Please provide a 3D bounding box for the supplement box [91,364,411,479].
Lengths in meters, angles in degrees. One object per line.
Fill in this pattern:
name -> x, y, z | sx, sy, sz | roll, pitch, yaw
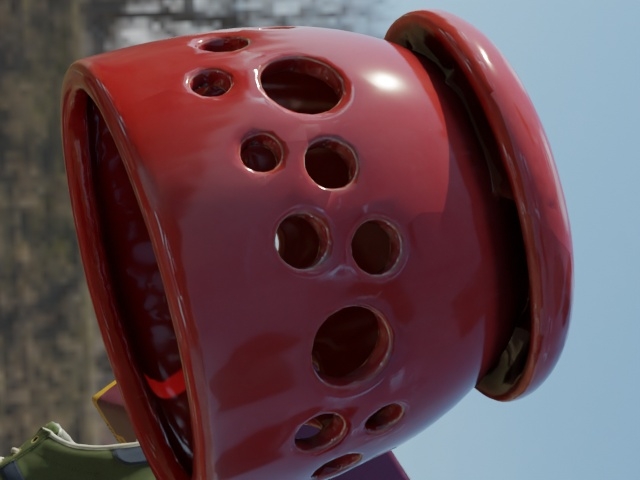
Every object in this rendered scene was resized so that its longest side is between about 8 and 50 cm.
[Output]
supplement box -> -0.040, 0.115, 1.092 | 0.104, 0.081, 0.188 | 60, -22, -15

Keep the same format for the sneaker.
sneaker -> -0.136, 0.131, 0.940 | 0.064, 0.192, 0.086 | 53, 34, -53

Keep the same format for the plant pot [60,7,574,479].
plant pot -> 0.000, 0.000, 0.802 | 0.191, 0.174, 0.191 | 165, -90, -77
